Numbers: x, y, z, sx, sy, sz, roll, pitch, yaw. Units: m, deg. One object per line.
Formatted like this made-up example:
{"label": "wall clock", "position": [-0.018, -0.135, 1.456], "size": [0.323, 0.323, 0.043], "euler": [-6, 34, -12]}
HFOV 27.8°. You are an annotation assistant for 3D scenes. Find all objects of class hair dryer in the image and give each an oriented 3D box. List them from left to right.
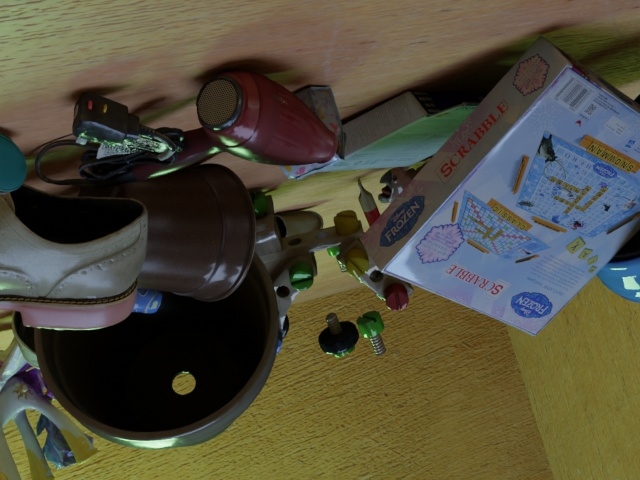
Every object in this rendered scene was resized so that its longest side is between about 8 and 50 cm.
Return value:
{"label": "hair dryer", "position": [-0.117, -0.107, 1.248], "size": [0.293, 0.080, 0.223], "euler": [1, 170, -20]}

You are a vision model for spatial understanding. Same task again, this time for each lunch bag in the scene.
{"label": "lunch bag", "position": [-0.014, -0.112, 1.359], "size": [0.071, 0.083, 0.053], "euler": [-22, 171, 33]}

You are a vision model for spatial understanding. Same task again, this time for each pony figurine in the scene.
{"label": "pony figurine", "position": [-0.578, 0.286, 2.400], "size": [0.351, 0.363, 0.303], "euler": [-32, 179, -45]}

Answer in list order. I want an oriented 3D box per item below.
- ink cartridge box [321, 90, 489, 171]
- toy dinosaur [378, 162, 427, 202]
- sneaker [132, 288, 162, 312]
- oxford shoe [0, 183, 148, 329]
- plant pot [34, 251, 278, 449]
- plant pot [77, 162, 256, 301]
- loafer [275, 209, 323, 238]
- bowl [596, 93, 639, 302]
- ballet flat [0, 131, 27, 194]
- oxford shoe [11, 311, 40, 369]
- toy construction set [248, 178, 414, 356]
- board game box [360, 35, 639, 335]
{"label": "ink cartridge box", "position": [0.134, -0.146, 1.597], "size": [0.224, 0.045, 0.223], "euler": [-22, 172, 34]}
{"label": "toy dinosaur", "position": [0.196, -0.076, 2.086], "size": [0.127, 0.200, 0.295], "euler": [21, -149, 17]}
{"label": "sneaker", "position": [-0.262, 0.037, 1.612], "size": [0.081, 0.080, 0.211], "euler": [18, -161, -31]}
{"label": "oxford shoe", "position": [-0.362, -0.005, 1.270], "size": [0.397, 0.140, 0.146], "euler": [0, 131, -28]}
{"label": "plant pot", "position": [-0.211, 0.163, 1.815], "size": [0.323, 0.323, 0.280], "euler": [-16, 155, -5]}
{"label": "plant pot", "position": [-0.191, -0.012, 1.490], "size": [0.165, 0.167, 0.167], "euler": [2, 162, -45]}
{"label": "loafer", "position": [-0.058, -0.017, 2.134], "size": [0.148, 0.056, 0.050], "euler": [-14, 179, -23]}
{"label": "bowl", "position": [0.484, -0.103, 1.694], "size": [0.077, 0.391, 0.391], "euler": [35, 149, -19]}
{"label": "ballet flat", "position": [-0.311, -0.077, 1.123], "size": [0.052, 0.057, 0.168], "euler": [10, 175, 13]}
{"label": "oxford shoe", "position": [-0.323, 0.110, 2.163], "size": [0.449, 0.169, 0.130], "euler": [-17, 153, 13]}
{"label": "toy construction set", "position": [0.000, 0.000, 1.911], "size": [0.257, 0.237, 0.309], "euler": [-9, -154, 30]}
{"label": "board game box", "position": [0.260, -0.050, 1.549], "size": [0.318, 0.066, 0.318], "euler": [24, 115, -43]}
